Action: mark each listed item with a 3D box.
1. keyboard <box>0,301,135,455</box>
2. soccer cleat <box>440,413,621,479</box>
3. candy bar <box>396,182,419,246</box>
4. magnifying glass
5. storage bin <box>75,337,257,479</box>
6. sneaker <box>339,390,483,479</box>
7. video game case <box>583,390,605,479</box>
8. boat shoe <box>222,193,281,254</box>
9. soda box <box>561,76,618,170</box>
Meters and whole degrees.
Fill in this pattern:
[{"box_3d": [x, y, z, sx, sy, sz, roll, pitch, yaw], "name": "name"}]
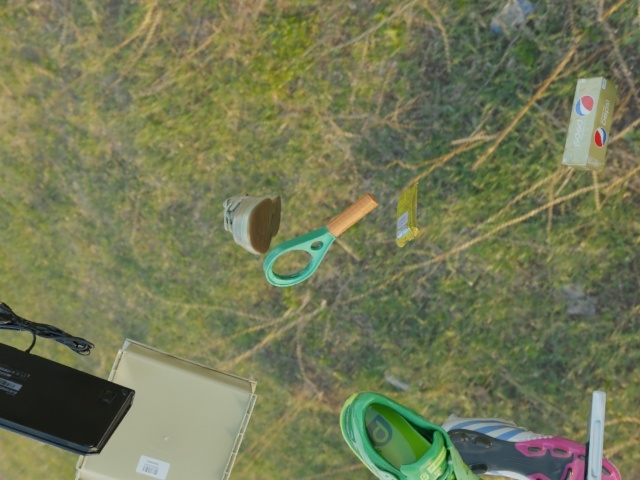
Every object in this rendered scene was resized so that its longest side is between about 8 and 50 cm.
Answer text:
[{"box_3d": [-0.399, 0.168, 1.057, 0.317, 0.201, 0.033, 19, 123, 4], "name": "keyboard"}, {"box_3d": [0.379, 0.384, 1.482, 0.331, 0.143, 0.116, 12, 105, 10], "name": "soccer cleat"}, {"box_3d": [0.126, -0.040, 1.167, 0.018, 0.161, 0.040, 41, 115, -16], "name": "candy bar"}, {"box_3d": [0.000, 0.000, 1.351, 0.092, 0.231, 0.026, 36, -159, -44], "name": "magnifying glass"}, {"box_3d": [-0.278, 0.348, 1.467, 0.262, 0.261, 0.123, 20, 176, -7], "name": "storage bin"}, {"box_3d": [0.138, 0.301, 1.002, 0.295, 0.109, 0.123, 39, 166, 14], "name": "sneaker"}, {"box_3d": [0.355, 0.283, 1.047, 0.019, 0.143, 0.157, 4, 158, 17], "name": "video game case"}, {"box_3d": [-0.141, -0.040, 1.552, 0.098, 0.302, 0.109, 6, 100, 4], "name": "boat shoe"}, {"box_3d": [0.545, -0.235, 1.631, 0.058, 0.181, 0.061, 14, 177, -36], "name": "soda box"}]
